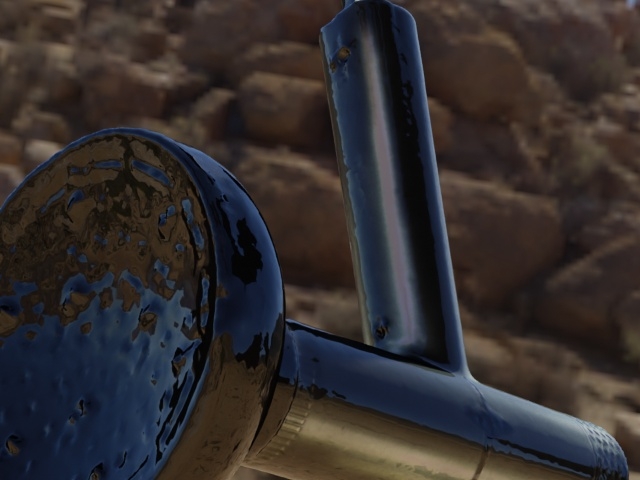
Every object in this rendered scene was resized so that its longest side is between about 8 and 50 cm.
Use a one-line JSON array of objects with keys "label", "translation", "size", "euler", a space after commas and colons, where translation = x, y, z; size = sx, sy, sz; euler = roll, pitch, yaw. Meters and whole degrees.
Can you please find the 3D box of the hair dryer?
[{"label": "hair dryer", "translation": [-0.022, 0.004, 0.801], "size": [0.156, 0.284, 0.320], "euler": [-42, -31, 25]}]
